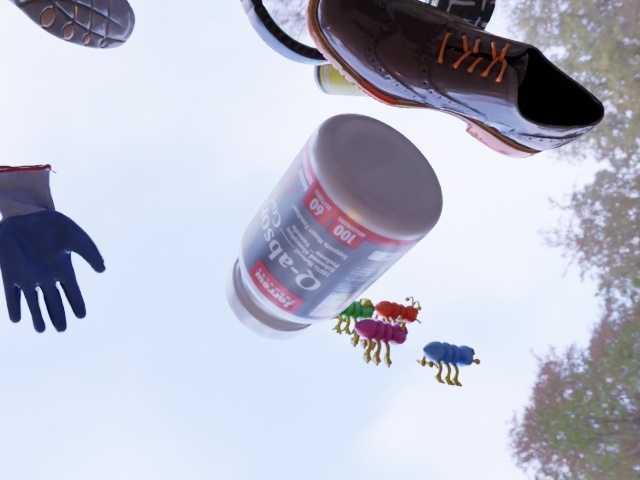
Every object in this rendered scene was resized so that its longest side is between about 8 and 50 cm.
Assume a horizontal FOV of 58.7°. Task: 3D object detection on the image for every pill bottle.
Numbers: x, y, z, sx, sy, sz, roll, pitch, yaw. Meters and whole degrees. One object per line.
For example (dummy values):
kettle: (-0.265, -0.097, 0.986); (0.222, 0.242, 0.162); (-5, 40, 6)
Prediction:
pill bottle: (0.000, 0.000, 0.874); (0.210, 0.363, 0.210); (19, -133, -22)
pill bottle: (0.094, -0.415, 1.399); (0.119, 0.208, 0.119); (-18, -64, -43)

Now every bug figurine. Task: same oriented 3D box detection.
bug figurine: (0.129, 0.149, 0.969); (0.216, 0.279, 0.072); (12, -81, -22)

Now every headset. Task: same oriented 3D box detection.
headset: (-0.022, -0.468, 0.844); (0.243, 0.185, 0.394); (-25, -76, -18)

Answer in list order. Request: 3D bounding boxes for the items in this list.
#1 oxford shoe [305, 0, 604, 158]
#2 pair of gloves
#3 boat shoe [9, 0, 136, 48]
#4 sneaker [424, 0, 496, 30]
oxford shoe: (0.119, -0.154, 0.481); (0.271, 0.098, 0.097); (18, -96, -20)
pair of gloves: (-0.284, 0.017, 0.472); (0.198, 0.023, 0.159); (-14, -69, -32)
boat shoe: (-0.443, -0.423, 0.859); (0.355, 0.132, 0.130); (23, -150, -49)
sneaker: (0.202, -0.419, 0.862); (0.111, 0.121, 0.300); (8, -77, -32)
